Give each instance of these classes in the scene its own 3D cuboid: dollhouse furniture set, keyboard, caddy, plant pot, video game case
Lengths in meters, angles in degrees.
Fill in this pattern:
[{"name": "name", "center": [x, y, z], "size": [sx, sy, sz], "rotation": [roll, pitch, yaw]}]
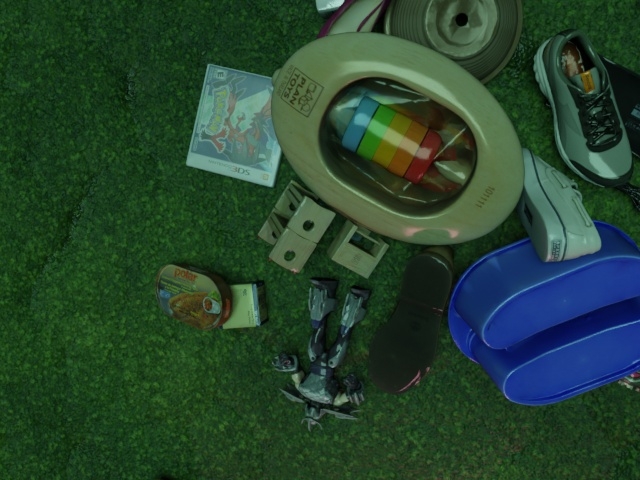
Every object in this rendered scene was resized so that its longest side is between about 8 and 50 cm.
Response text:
[{"name": "dollhouse furniture set", "center": [0.000, 0.000, 1.046], "size": [0.183, 0.129, 0.129], "rotation": [29, 100, -23]}, {"name": "keyboard", "center": [0.531, -0.170, 0.969], "size": [0.317, 0.033, 0.202], "rotation": [32, 93, 8]}, {"name": "caddy", "center": [0.385, 0.110, 0.939], "size": [0.341, 0.179, 0.241], "rotation": [-23, 109, 6]}, {"name": "plant pot", "center": [0.226, -0.364, 0.944], "size": [0.237, 0.110, 0.238], "rotation": [1, 106, 2]}, {"name": "video game case", "center": [-0.152, -0.221, 1.092], "size": [0.183, 0.023, 0.202], "rotation": [15, 96, 9]}]

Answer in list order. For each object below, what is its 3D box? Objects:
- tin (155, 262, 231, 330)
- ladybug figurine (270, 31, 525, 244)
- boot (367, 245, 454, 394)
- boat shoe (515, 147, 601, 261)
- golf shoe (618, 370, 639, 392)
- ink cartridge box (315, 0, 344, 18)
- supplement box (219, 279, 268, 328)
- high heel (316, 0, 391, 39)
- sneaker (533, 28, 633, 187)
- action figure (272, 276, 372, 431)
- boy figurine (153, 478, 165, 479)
[{"name": "tin", "center": [-0.244, 0.104, 1.086], "size": [0.189, 0.040, 0.106], "rotation": [15, 107, 35]}, {"name": "ladybug figurine", "center": [0.124, -0.175, 0.956], "size": [0.449, 0.162, 0.305], "rotation": [33, 115, 1]}, {"name": "boot", "center": [0.173, 0.144, 1.019], "size": [0.112, 0.115, 0.306], "rotation": [25, 117, 15]}, {"name": "boat shoe", "center": [0.368, -0.067, 0.902], "size": [0.088, 0.268, 0.096], "rotation": [-4, 123, 6]}, {"name": "golf shoe", "center": [0.628, 0.239, 0.941], "size": [0.272, 0.105, 0.120], "rotation": [27, 90, 7]}, {"name": "ink cartridge box", "center": [0.073, -0.536, 1.018], "size": [0.188, 0.066, 0.233], "rotation": [-8, 96, 11]}, {"name": "supplement box", "center": [-0.151, 0.123, 1.095], "size": [0.083, 0.056, 0.083], "rotation": [-6, 92, 11]}, {"name": "high heel", "center": [0.051, -0.355, 0.973], "size": [0.082, 0.117, 0.244], "rotation": [33, 120, -16]}, {"name": "sneaker", "center": [0.427, -0.211, 0.915], "size": [0.100, 0.108, 0.272], "rotation": [-23, 88, 5]}, {"name": "action figure", "center": [0.006, 0.215, 1.049], "size": [0.185, 0.099, 0.285], "rotation": [13, 93, 15]}, {"name": "boy figurine", "center": [-0.258, 0.604, 1.127], "size": [0.177, 0.092, 0.285], "rotation": [-26, 92, 13]}]
